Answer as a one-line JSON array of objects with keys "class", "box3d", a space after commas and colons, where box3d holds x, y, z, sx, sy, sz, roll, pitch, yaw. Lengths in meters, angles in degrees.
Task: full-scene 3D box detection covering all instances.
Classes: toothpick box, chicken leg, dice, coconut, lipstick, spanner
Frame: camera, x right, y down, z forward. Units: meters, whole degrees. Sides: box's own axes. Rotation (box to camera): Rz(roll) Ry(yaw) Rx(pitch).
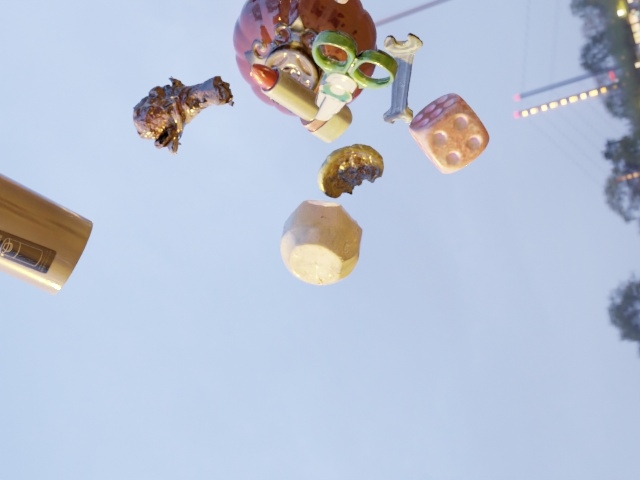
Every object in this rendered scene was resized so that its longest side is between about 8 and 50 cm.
[{"class": "toothpick box", "box3d": [-0.385, -0.019, 1.056, 0.181, 0.111, 0.111, 29, -136, -23]}, {"class": "chicken leg", "box3d": [-0.240, -0.235, 1.504, 0.080, 0.196, 0.125, 8, -129, -63]}, {"class": "dice", "box3d": [0.197, -0.165, 1.327, 0.091, 0.093, 0.094, 50, -176, -22]}, {"class": "coconut", "box3d": [0.003, 0.000, 1.699, 0.161, 0.161, 0.162, 60, -154, -32]}, {"class": "lipstick", "box3d": [-0.037, -0.214, 1.269, 0.186, 0.063, 0.057, 29, -148, -41]}, {"class": "spanner", "box3d": [0.152, -0.299, 1.623, 0.302, 0.071, 0.017, 80, -168, -67]}]

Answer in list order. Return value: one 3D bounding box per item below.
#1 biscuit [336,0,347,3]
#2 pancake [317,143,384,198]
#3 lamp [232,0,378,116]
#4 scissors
[{"class": "biscuit", "box3d": [0.007, -0.321, 0.959, 0.120, 0.015, 0.120, 157, 90, -82]}, {"class": "pancake", "box3d": [0.053, -0.130, 1.597, 0.116, 0.129, 0.022, 50, -169, -48]}, {"class": "lamp", "box3d": [-0.031, -0.400, 1.777, 0.303, 0.303, 0.257, 61, -149, -31]}, {"class": "scissors", "box3d": [0.021, -0.190, 1.047, 0.027, 0.101, 0.204, -67, 8, -17]}]
